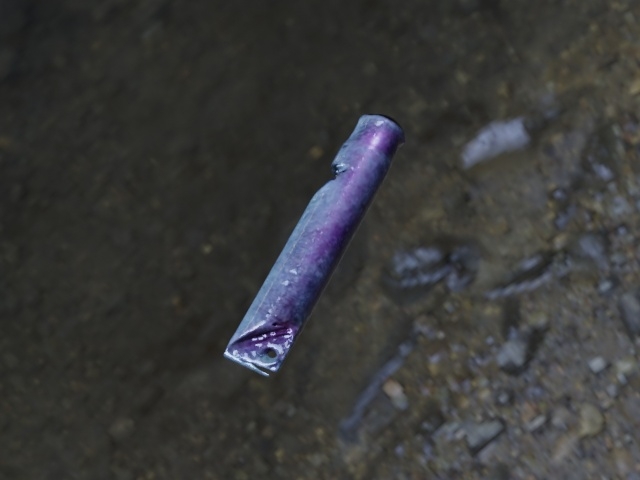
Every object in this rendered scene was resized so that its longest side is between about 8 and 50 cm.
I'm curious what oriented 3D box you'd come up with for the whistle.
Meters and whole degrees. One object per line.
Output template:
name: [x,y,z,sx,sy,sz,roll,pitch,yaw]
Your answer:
whistle: [0.000,0.000,0.897,0.033,0.033,0.176,10,58,36]
